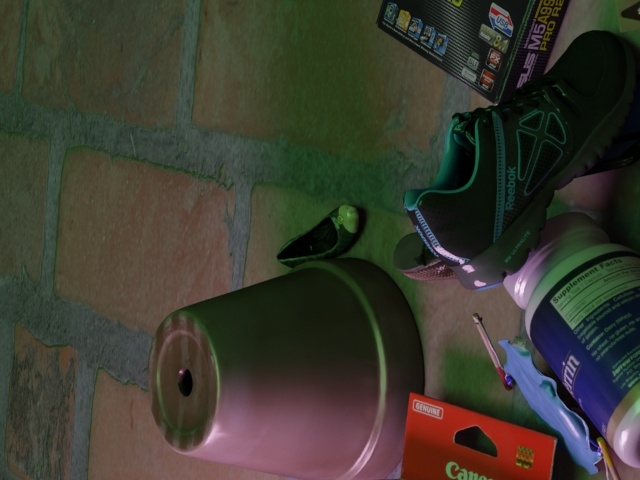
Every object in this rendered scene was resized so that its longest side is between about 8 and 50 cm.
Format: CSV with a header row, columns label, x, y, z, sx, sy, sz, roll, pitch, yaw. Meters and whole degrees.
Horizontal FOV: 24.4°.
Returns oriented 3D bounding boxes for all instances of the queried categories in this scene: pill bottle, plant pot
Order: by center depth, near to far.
label,x,y,z,sx,sy,sz,roll,pitch,yaw
pill bottle,0.313,0.099,1.575,0.265,0.153,0.153,56,132,39
plant pot,-0.069,0.185,1.992,0.323,0.280,0.323,1,91,55

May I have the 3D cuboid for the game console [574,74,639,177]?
label,x,y,z,sx,sy,sz,roll,pitch,yaw
game console,0.317,-0.126,1.643,0.122,0.107,0.071,-13,108,54

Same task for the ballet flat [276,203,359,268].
label,x,y,z,sx,sy,sz,roll,pitch,yaw
ballet flat,0.000,0.000,2.090,0.173,0.049,0.057,-39,60,46

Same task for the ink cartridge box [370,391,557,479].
label,x,y,z,sx,sy,sz,roll,pitch,yaw
ink cartridge box,0.160,0.326,1.783,0.275,0.060,0.239,11,98,53

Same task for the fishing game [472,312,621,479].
label,x,y,z,sx,sy,sz,roll,pitch,yaw
fishing game,0.264,0.180,1.668,0.264,0.041,0.189,46,168,53

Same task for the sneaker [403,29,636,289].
label,x,y,z,sx,sy,sz,roll,pitch,yaw
sneaker,0.223,-0.114,1.598,0.341,0.139,0.125,-56,21,-20

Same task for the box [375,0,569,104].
label,x,y,z,sx,sy,sz,roll,pitch,yaw
box,0.192,-0.314,1.821,0.270,0.060,0.216,42,123,45

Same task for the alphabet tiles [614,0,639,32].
label,x,y,z,sx,sy,sz,roll,pitch,yaw
alphabet tiles,0.345,-0.335,1.508,0.198,0.009,0.237,-8,112,18

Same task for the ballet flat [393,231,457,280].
label,x,y,z,sx,sy,sz,roll,pitch,yaw
ballet flat,0.193,0.019,1.832,0.250,0.058,0.084,-7,63,48
